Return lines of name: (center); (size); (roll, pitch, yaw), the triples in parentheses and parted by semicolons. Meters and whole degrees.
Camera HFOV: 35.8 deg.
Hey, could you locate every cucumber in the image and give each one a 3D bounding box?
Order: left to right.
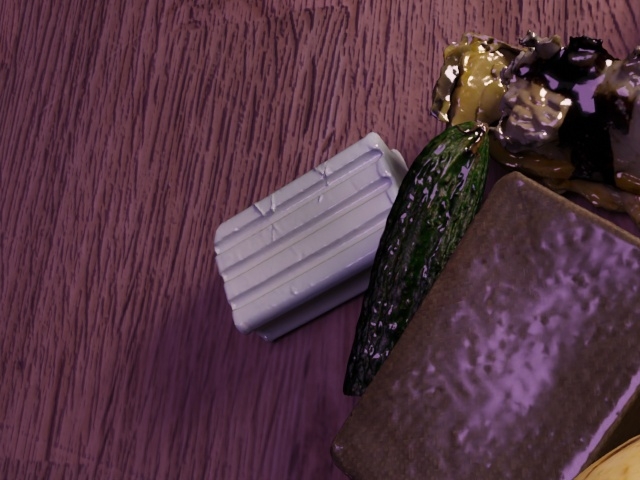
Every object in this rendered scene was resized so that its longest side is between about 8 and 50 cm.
cucumber: (0.080, 0.024, 0.837); (0.077, 0.077, 0.265); (22, 107, 33)

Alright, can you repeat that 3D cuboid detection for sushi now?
sushi: (0.225, -0.093, 0.812); (0.291, 0.131, 0.139); (15, 79, 25)

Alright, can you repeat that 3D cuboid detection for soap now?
soap: (0.000, 0.000, 0.941); (0.198, 0.066, 0.119); (-30, 60, 18)

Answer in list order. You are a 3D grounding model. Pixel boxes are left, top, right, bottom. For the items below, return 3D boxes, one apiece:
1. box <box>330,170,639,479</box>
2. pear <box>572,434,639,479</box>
box: (0.167, 0.113, 0.764); (0.184, 0.143, 0.273); (33, 92, 34)
pear: (0.273, 0.241, 0.569); (0.309, 0.309, 0.309); (-10, 69, 27)
